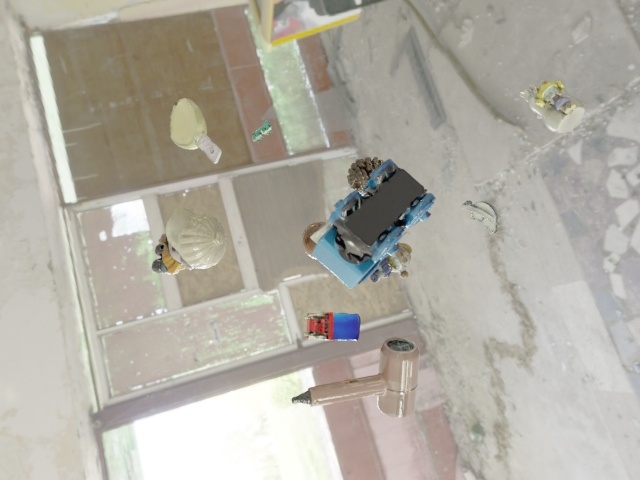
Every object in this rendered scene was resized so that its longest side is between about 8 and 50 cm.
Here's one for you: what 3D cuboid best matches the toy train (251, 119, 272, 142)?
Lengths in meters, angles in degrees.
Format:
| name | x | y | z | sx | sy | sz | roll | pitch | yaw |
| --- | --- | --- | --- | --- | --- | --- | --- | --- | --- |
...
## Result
| name | x | y | z | sx | sy | sz | roll | pitch | yaw |
| --- | --- | --- | --- | --- | --- | --- | --- | --- | --- |
| toy train | -0.217 | -0.400 | 1.752 | 0.029 | 0.092 | 0.045 | 24 | -139 | -55 |

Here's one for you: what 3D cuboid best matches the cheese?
| name | x | y | z | sx | sy | sz | roll | pitch | yaw |
| --- | --- | --- | --- | --- | --- | --- | --- | --- | --- |
| cheese | -0.334 | -0.281 | 1.282 | 0.255 | 0.050 | 0.127 | 47 | 116 | 35 |

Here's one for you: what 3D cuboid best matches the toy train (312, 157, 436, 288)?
| name | x | y | z | sx | sy | sz | roll | pitch | yaw |
| --- | --- | --- | --- | --- | --- | --- | --- | --- | --- |
| toy train | 0.139 | -0.044 | 1.216 | 0.188 | 0.300 | 0.265 | 41 | 151 | 9 |

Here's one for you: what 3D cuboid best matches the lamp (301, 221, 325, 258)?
| name | x | y | z | sx | sy | sz | roll | pitch | yaw |
| --- | --- | --- | --- | --- | --- | --- | --- | --- | --- |
| lamp | 0.000 | 0.000 | 1.672 | 0.136 | 0.136 | 0.136 | 166 | 90 | -78 |

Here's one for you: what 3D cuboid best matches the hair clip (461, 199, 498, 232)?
| name | x | y | z | sx | sy | sz | roll | pitch | yaw |
| --- | --- | --- | --- | --- | --- | --- | --- | --- | --- |
| hair clip | 0.660 | -0.110 | 1.948 | 0.172 | 0.049 | 0.116 | 37 | 150 | 31 |

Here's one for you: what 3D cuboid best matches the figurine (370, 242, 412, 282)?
| name | x | y | z | sx | sy | sz | roll | pitch | yaw |
| --- | --- | --- | --- | --- | --- | --- | --- | --- | --- |
| figurine | 0.324 | 0.114 | 2.226 | 0.194 | 0.274 | 0.133 | 42 | 143 | -9 |

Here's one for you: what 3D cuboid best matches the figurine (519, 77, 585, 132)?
| name | x | y | z | sx | sy | sz | roll | pitch | yaw |
| --- | --- | --- | --- | --- | --- | --- | --- | --- | --- |
| figurine | 0.764 | -0.476 | 1.613 | 0.127 | 0.155 | 0.235 | -48 | 56 | 22 |

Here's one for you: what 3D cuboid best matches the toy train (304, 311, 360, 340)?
| name | x | y | z | sx | sy | sz | roll | pitch | yaw |
| --- | --- | --- | --- | --- | --- | --- | --- | --- | --- |
| toy train | 0.026 | 0.256 | 1.417 | 0.204 | 0.131 | 0.082 | 151 | 122 | -71 |

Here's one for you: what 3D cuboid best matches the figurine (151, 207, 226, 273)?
| name | x | y | z | sx | sy | sz | roll | pitch | yaw |
| --- | --- | --- | --- | --- | --- | --- | --- | --- | --- |
| figurine | -0.438 | 0.024 | 1.607 | 0.332 | 0.205 | 0.185 | 142 | 135 | -57 |

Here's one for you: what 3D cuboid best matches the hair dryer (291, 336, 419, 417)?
| name | x | y | z | sx | sy | sz | roll | pitch | yaw |
| --- | --- | --- | --- | --- | --- | --- | --- | --- | --- |
| hair dryer | 0.093 | 0.366 | 1.214 | 0.107 | 0.344 | 0.189 | -143 | 51 | -64 |

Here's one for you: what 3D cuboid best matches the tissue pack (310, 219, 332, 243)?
| name | x | y | z | sx | sy | sz | roll | pitch | yaw |
| --- | --- | --- | --- | --- | --- | --- | --- | --- | --- |
| tissue pack | 0.030 | -0.019 | 1.404 | 0.074 | 0.094 | 0.059 | 47 | 138 | -1 |

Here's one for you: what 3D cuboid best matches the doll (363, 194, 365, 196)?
| name | x | y | z | sx | sy | sz | roll | pitch | yaw |
| --- | --- | --- | --- | --- | --- | --- | --- | --- | --- |
| doll | 0.252 | -0.140 | 1.783 | 0.137 | 0.210 | 0.097 | 118 | 144 | -73 |

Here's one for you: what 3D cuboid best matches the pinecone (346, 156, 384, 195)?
| name | x | y | z | sx | sy | sz | roll | pitch | yaw |
| --- | --- | --- | --- | --- | --- | --- | --- | --- | --- |
| pinecone | 0.228 | -0.313 | 2.318 | 0.179 | 0.204 | 0.184 | 20 | 124 | 27 |
